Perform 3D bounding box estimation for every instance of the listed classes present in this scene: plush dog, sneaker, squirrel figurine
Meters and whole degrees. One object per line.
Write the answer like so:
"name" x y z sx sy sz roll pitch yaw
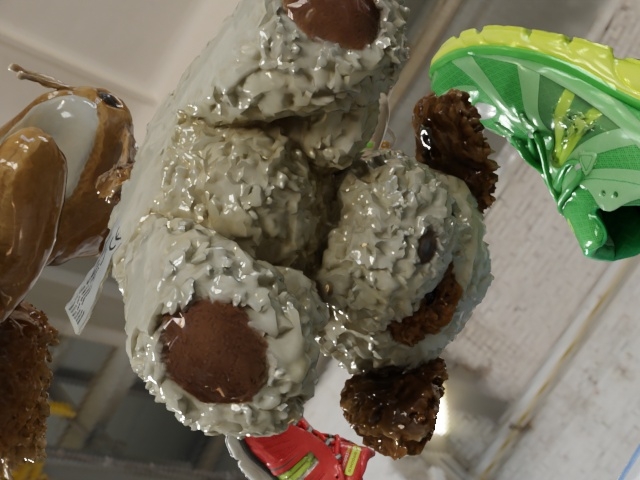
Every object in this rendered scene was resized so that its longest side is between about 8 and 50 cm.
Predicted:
"plush dog" 0.000 0.000 0.678 0.225 0.210 0.262 24 -106 -26
"sneaker" 0.169 -0.055 0.723 0.109 0.295 0.123 15 -80 -46
"squirrel figurine" -0.317 0.025 1.003 0.370 0.281 0.397 -34 -29 -57
"sneaker" -0.005 0.220 1.201 0.279 0.118 0.107 60 -150 -16

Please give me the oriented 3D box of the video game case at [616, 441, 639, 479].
"video game case" 0.204 0.167 0.699 0.244 0.061 0.269 -58 -20 -3

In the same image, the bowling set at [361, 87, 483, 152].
"bowling set" 0.008 -0.120 1.185 0.200 0.287 0.154 -34 -32 -32
